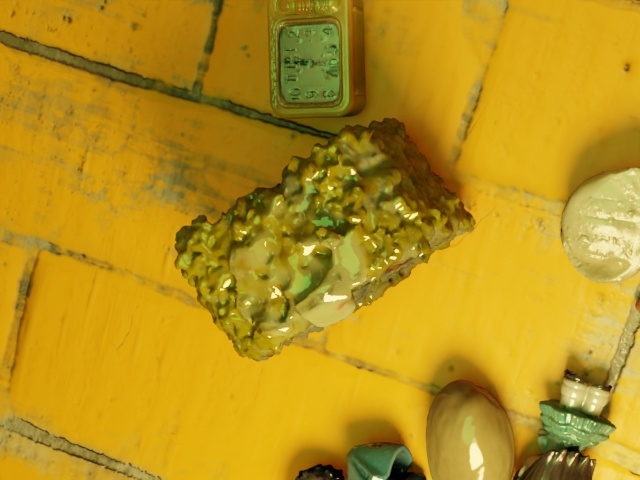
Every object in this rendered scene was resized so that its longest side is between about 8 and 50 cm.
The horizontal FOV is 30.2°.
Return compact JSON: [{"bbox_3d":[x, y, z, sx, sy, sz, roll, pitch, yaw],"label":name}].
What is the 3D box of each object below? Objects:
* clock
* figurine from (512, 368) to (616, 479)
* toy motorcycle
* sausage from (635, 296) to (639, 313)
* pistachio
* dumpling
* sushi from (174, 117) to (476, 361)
[{"bbox_3d":[-0.006,-0.292,1.849,0.143,0.096,0.202,-1,96,16],"label":"clock"},{"bbox_3d":[0.372,0.326,1.776,0.137,0.110,0.246,18,94,5],"label":"figurine"},{"bbox_3d":[0.132,0.477,1.837,0.416,0.172,0.232,44,114,19],"label":"toy motorcycle"},{"bbox_3d":[0.517,0.047,1.730,0.042,0.036,0.158,32,105,2],"label":"sausage"},{"bbox_3d":[0.230,0.323,1.811,0.135,0.136,0.226,-2,98,19],"label":"pistachio"},{"bbox_3d":[0.426,-0.022,1.724,0.176,0.092,0.150,-42,80,18],"label":"dumpling"},{"bbox_3d":[0.000,0.000,1.738,0.396,0.351,0.240,-35,84,18],"label":"sushi"}]
